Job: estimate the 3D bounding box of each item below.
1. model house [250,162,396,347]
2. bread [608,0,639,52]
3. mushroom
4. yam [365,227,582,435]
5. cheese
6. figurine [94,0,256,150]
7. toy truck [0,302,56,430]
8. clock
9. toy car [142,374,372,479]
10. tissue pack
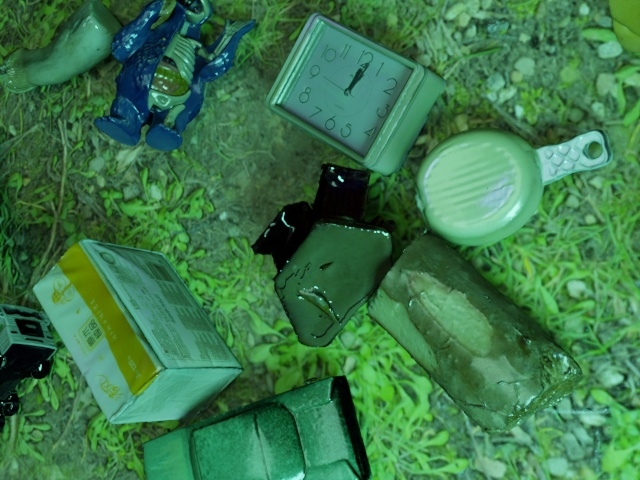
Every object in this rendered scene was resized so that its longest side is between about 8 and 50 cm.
[{"bbox_3d":[0.011,0.001,1.096,0.203,0.141,0.164,-45,21,30],"label":"model house"},{"bbox_3d":[0.397,-0.296,0.869,0.224,0.211,0.184,13,83,35],"label":"bread"},{"bbox_3d":[-0.406,-0.291,1.390,0.223,0.081,0.092,-25,97,27],"label":"mushroom"},{"bbox_3d":[0.164,0.108,1.000,0.128,0.129,0.238,-45,67,0],"label":"yam"},{"bbox_3d":[0.219,-0.074,1.025,0.227,0.064,0.137,-18,79,27],"label":"cheese"},{"bbox_3d":[-0.213,-0.245,1.262,0.164,0.121,0.262,29,75,4],"label":"figurine"},{"bbox_3d":[-0.516,0.202,1.379,0.242,0.101,0.125,-46,53,19],"label":"toy truck"},{"bbox_3d":[0.042,-0.188,1.133,0.192,0.071,0.147,35,101,28],"label":"clock"},{"bbox_3d":[-0.095,0.274,1.135,0.320,0.097,0.141,-22,73,25],"label":"toy car"},{"bbox_3d":[-0.243,0.122,1.186,0.124,0.185,0.225,-46,64,17],"label":"tissue pack"}]
